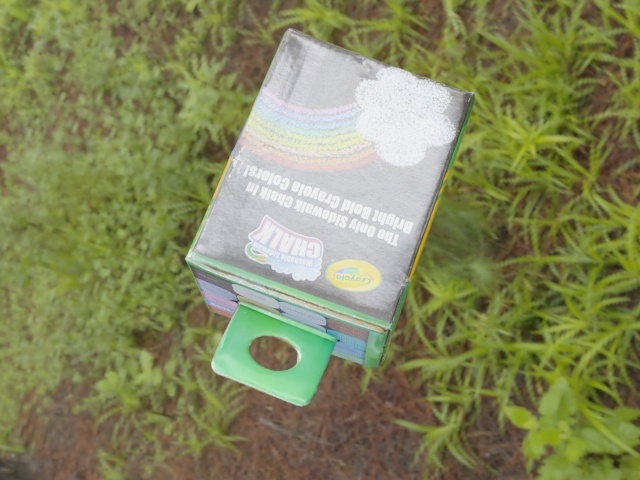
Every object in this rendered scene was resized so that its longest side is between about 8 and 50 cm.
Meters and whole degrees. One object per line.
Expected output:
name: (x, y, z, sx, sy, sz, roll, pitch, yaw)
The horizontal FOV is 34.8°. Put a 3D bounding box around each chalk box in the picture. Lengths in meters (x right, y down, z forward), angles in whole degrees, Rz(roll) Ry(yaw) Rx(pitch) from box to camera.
chalk box: (0.000, 0.000, 0.664, 0.132, 0.132, 0.213, 90, -158, -74)
